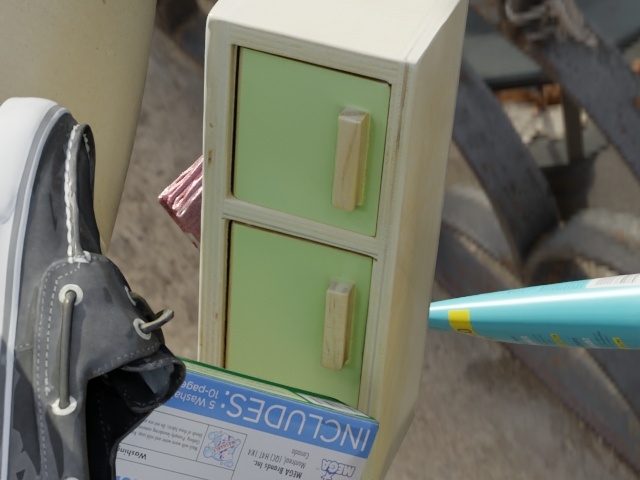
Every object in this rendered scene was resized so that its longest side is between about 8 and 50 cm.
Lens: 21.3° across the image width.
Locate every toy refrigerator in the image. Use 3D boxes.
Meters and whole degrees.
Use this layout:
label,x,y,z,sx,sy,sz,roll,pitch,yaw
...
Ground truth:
label,x,y,z,sx,sy,sz,roll,pitch,yaw
toy refrigerator,0.000,0.000,0.848,0.102,0.269,0.094,16,37,14

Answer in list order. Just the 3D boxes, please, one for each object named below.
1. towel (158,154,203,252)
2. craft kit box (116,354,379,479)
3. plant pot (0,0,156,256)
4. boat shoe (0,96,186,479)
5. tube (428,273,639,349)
label,x,y,z,sx,sy,sz,roll,pitch,yaw
towel,-0.015,-0.046,1.613,0.037,0.329,0.237,37,79,28
craft kit box,-0.124,0.162,0.763,0.250,0.061,0.246,19,90,-27
plant pot,-0.202,-0.158,1.022,0.256,0.256,0.274,14,73,16
boat shoe,-0.084,0.051,0.585,0.076,0.080,0.228,-1,57,2
tube,0.152,0.052,1.181,0.207,0.080,0.052,-4,71,37
